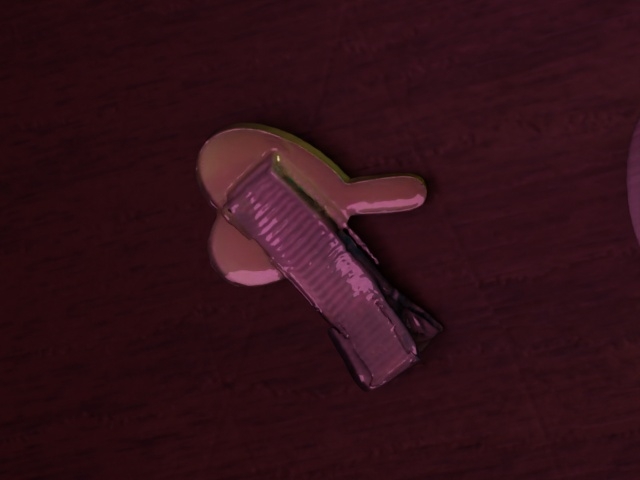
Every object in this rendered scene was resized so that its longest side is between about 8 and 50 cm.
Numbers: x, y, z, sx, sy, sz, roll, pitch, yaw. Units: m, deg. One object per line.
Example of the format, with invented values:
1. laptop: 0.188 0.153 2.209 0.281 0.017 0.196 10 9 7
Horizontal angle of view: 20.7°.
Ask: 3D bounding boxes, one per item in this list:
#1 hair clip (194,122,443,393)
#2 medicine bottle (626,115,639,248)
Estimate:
1. hair clip: 0.002 -0.002 1.252 0.159 0.071 0.218 -42 89 15
2. medicine bottle: 0.365 -0.051 0.988 0.395 0.242 0.242 -20 91 44
